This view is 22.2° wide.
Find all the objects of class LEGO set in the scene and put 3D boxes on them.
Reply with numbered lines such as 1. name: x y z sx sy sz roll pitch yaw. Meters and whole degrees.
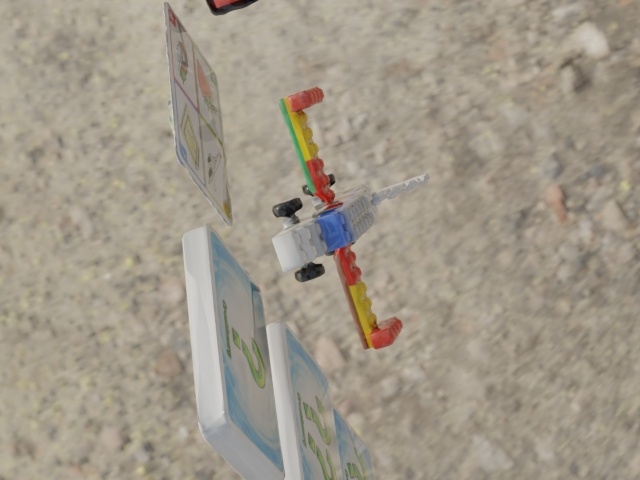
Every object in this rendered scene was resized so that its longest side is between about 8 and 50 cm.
1. LEGO set: 0.000 0.000 0.624 0.060 0.182 0.244 -18 53 13
